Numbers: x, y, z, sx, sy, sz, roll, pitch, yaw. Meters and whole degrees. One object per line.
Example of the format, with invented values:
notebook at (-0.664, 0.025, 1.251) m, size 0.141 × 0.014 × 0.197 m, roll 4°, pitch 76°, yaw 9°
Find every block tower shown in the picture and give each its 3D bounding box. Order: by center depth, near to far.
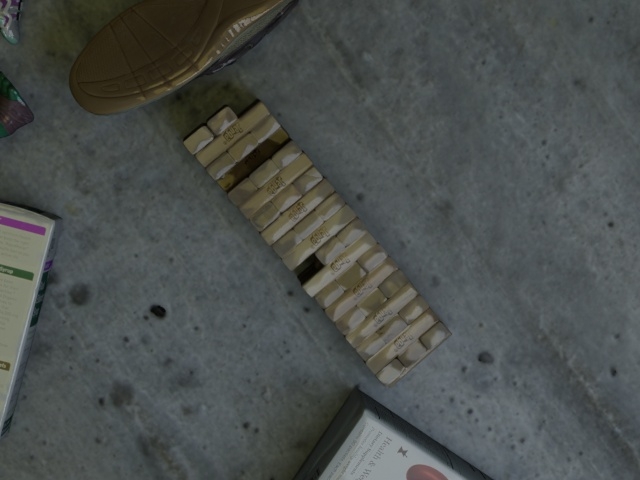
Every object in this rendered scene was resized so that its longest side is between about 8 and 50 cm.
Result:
block tower at (0.000, 0.000, 1.730) m, size 0.091 × 0.097 × 0.335 m, roll -40°, pitch 97°, yaw 2°

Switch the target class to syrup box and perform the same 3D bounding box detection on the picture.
syrup box at (-0.335, 0.078, 1.712) m, size 0.096 × 0.093 × 0.237 m, roll 16°, pitch 91°, yaw -5°

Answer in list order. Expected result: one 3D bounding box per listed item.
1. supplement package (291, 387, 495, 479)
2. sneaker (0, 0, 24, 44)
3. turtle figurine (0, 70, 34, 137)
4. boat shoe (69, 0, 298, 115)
supplement package at (0.069, 0.293, 1.731) m, size 0.203 × 0.149 × 0.194 m, roll 34°, pitch 92°, yaw -5°
sneaker at (-0.302, -0.253, 1.716) m, size 0.069 × 0.038 × 0.098 m, roll -17°, pitch 96°, yaw -1°
turtle figurine at (-0.399, -0.080, 1.669) m, size 0.234 × 0.175 × 0.118 m, roll -38°, pitch 134°, yaw -13°
boat shoe at (-0.119, -0.210, 1.703) m, size 0.285 × 0.092 × 0.103 m, roll -37°, pitch 73°, yaw -3°
